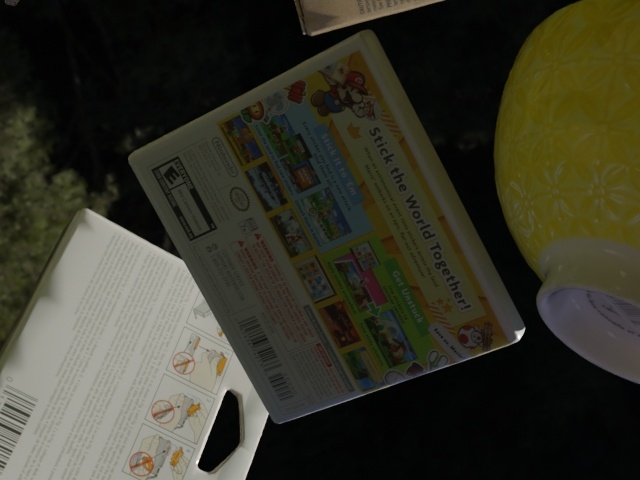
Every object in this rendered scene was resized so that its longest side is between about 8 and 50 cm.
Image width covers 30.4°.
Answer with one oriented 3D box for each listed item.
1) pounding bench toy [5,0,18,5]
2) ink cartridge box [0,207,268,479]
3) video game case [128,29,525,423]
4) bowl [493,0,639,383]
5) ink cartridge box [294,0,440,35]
[{"bbox_3d":[-0.200,-0.195,0.715,0.052,0.065,0.083,84,26,-55],"label":"pounding bench toy"},{"bbox_3d":[-0.170,0.140,1.054,0.060,0.239,0.275,-38,-154,54],"label":"ink cartridge box"},{"bbox_3d":[0.000,0.000,0.811,0.206,0.227,0.026,-23,-171,29],"label":"video game case"},{"bbox_3d":[0.221,-0.001,0.740,0.156,0.289,0.289,-57,-171,-21],"label":"bowl"},{"bbox_3d":[0.052,-0.270,0.809,0.193,0.088,0.234,-12,145,5],"label":"ink cartridge box"}]
